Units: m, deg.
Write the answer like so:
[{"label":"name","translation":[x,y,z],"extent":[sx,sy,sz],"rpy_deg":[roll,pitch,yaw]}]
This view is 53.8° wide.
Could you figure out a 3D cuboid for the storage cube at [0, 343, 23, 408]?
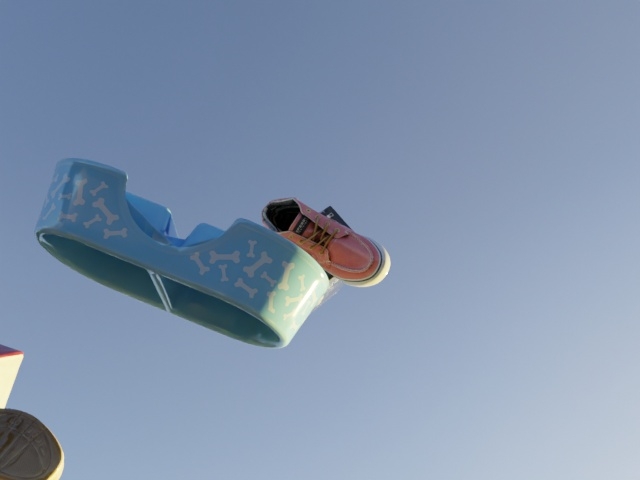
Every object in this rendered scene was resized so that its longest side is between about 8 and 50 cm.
[{"label":"storage cube","translation":[-0.537,0.204,0.805],"extent":[0.193,0.215,0.183],"rpy_deg":[18,-7,2]}]

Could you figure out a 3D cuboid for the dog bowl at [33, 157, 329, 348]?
[{"label":"dog bowl","translation":[-0.143,0.021,0.623],"extent":[0.297,0.074,0.166],"rpy_deg":[22,-23,4]}]

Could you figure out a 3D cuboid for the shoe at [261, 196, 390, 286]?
[{"label":"shoe","translation":[0.000,0.000,0.770],"extent":[0.081,0.178,0.063],"rpy_deg":[32,-93,-44]}]

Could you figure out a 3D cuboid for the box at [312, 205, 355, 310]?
[{"label":"box","translation":[-0.030,0.054,0.941],"extent":[0.093,0.156,0.158],"rpy_deg":[48,-32,10]}]

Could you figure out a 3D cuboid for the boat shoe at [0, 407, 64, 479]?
[{"label":"boat shoe","translation":[-0.305,0.197,0.599],"extent":[0.170,0.063,0.059],"rpy_deg":[16,-46,25]}]
